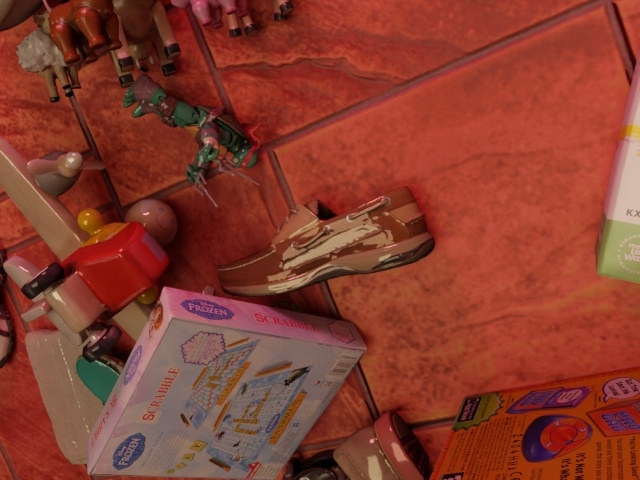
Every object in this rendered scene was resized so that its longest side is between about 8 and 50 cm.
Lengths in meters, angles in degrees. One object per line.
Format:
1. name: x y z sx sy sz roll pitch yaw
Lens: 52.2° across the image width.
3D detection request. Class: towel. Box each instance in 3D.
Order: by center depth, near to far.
1. towel: -0.452 0.295 1.256 0.187 0.049 0.282 -11 98 24

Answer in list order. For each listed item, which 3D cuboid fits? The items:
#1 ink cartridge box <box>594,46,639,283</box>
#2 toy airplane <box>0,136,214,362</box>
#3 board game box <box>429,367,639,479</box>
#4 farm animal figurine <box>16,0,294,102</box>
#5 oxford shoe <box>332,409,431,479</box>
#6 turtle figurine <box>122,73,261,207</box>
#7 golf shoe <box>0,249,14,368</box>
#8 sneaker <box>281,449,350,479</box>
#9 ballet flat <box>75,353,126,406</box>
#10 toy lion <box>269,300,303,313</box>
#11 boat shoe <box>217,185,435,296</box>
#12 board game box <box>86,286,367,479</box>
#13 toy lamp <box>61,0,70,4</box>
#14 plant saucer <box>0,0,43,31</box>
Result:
1. ink cartridge box: 0.443 -0.121 0.716 0.207 0.119 0.354 11 108 21
2. toy airplane: -0.346 0.040 1.052 0.384 0.272 0.386 31 151 24
3. board game box: 0.356 0.391 0.758 0.356 0.356 0.356 -18 96 27
4. farm animal figurine: -0.236 -0.337 0.902 0.326 0.330 0.172 -12 98 57
5. oxford shoe: 0.144 0.437 0.985 0.130 0.123 0.348 -31 80 13
6. turtle figurine: -0.178 -0.152 0.983 0.234 0.118 0.175 35 157 -1
7. golf shoe: -0.682 0.138 1.273 0.105 0.120 0.273 7 108 20
8. sneaker: 0.050 0.438 1.046 0.281 0.106 0.163 19 108 18
9. ballet flat: -0.330 0.276 1.173 0.241 0.077 0.091 35 107 6
10. toy lion: -0.058 0.152 1.058 0.100 0.034 0.096 46 109 6
11. boat shoe: 0.000 0.000 0.951 0.323 0.122 0.120 -14 93 18
12. board game box: -0.141 0.232 0.979 0.319 0.318 0.066 -58 36 24
13. toy lamp: -0.305 -0.457 0.973 0.080 0.080 0.275 38 116 10
14. plant saucer: -0.398 -0.467 0.938 0.400 0.100 0.401 -21 61 44
